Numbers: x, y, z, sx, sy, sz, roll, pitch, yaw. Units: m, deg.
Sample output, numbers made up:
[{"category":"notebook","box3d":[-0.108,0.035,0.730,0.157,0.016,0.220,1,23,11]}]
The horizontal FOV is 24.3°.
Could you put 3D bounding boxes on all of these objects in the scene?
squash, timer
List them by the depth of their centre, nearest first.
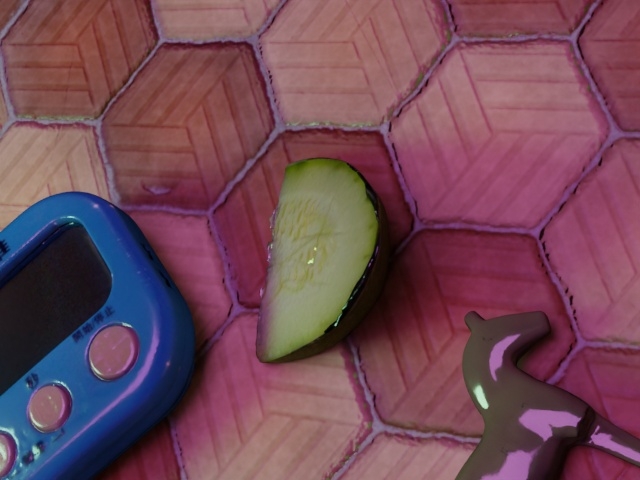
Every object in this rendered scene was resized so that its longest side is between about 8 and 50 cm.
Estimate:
[{"category":"squash","box3d":[0.000,0.000,1.554,0.204,0.155,0.236,-2,71,25]},{"category":"timer","box3d":[-0.309,0.128,1.685,0.340,0.115,0.309,-41,58,8]}]

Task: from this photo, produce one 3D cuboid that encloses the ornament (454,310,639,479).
[{"category":"ornament","box3d":[0.201,0.190,1.423,0.245,0.061,0.230,28,83,30]}]
